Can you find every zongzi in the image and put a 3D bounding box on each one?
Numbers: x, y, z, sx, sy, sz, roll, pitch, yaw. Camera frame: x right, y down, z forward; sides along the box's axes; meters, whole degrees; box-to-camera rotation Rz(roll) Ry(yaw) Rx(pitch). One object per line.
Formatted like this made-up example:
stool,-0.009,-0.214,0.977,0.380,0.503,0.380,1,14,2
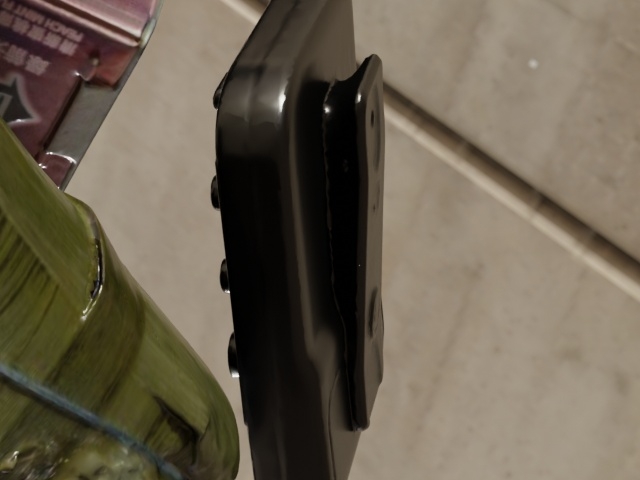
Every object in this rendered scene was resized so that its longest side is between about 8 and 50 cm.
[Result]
zongzi,-0.172,0.090,0.630,0.274,0.125,0.251,-50,-55,-18

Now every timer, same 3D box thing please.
timer,0.000,0.000,0.748,0.144,0.055,0.187,-67,-25,-60

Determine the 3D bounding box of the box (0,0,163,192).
box,-0.187,-0.111,0.785,0.069,0.224,0.120,-82,19,-46
